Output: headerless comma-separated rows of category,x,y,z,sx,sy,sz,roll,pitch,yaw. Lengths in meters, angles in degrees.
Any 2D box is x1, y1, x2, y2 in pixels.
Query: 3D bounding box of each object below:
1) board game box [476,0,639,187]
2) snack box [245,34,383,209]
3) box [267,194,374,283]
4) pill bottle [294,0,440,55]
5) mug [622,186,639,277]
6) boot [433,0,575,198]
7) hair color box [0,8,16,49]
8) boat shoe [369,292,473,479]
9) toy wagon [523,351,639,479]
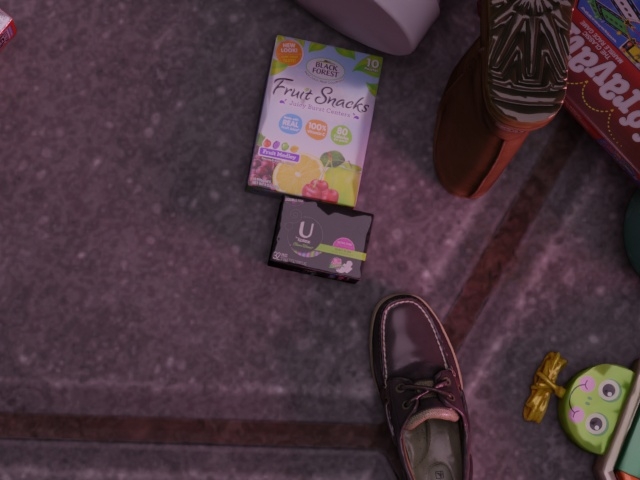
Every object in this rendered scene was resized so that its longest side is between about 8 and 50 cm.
board game box,0.278,-0.157,1.627,0.145,0.027,0.281,-34,60,-8
snack box,-0.006,-0.105,1.649,0.100,0.037,0.141,12,82,-5
box,0.000,0.000,1.631,0.083,0.052,0.062,12,83,-3
pill bottle,0.107,-0.356,1.603,0.210,0.210,0.363,33,81,-1
mug,0.347,-0.017,1.640,0.158,0.097,0.129,-41,100,-13
boot,0.153,-0.173,1.558,0.089,0.269,0.236,13,80,-3
hair color box,-0.358,-0.157,1.612,0.093,0.053,0.167,39,80,0
boat shoe,0.096,0.154,1.612,0.080,0.073,0.223,-10,85,-7
toy wagon,0.349,0.196,1.636,0.344,0.068,0.267,23,81,-3
